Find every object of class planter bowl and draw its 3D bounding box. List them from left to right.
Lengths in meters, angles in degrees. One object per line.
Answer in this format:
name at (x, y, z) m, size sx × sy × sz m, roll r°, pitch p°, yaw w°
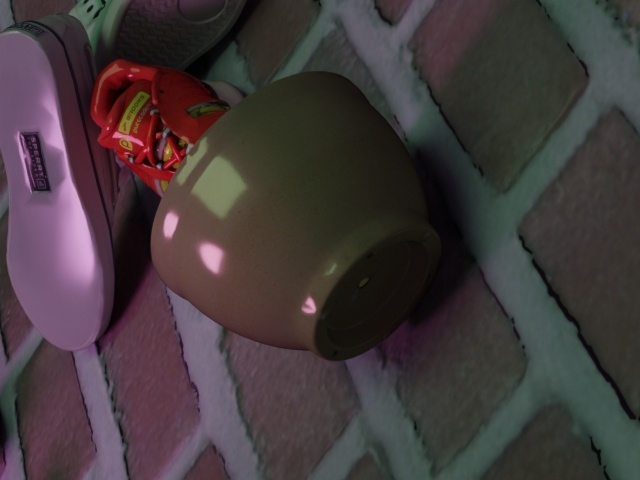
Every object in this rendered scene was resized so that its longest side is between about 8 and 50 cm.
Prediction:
planter bowl at (0.000, 0.000, 0.968) m, size 0.109 × 0.162 × 0.162 m, roll 43°, pitch 110°, yaw 29°

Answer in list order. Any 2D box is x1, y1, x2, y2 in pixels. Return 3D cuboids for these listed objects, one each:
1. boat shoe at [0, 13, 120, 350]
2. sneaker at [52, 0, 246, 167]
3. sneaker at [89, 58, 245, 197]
boat shoe at (-0.187, -0.045, 1.290) m, size 0.095 × 0.084 × 0.258 m, roll 9°, pitch 114°, yaw 26°
sneaker at (-0.144, -0.193, 1.343) m, size 0.256 × 0.094 × 0.151 m, roll -51°, pitch 38°, yaw 34°
sneaker at (-0.092, -0.056, 1.160) m, size 0.107 × 0.118 × 0.279 m, roll -64°, pitch 31°, yaw 7°
